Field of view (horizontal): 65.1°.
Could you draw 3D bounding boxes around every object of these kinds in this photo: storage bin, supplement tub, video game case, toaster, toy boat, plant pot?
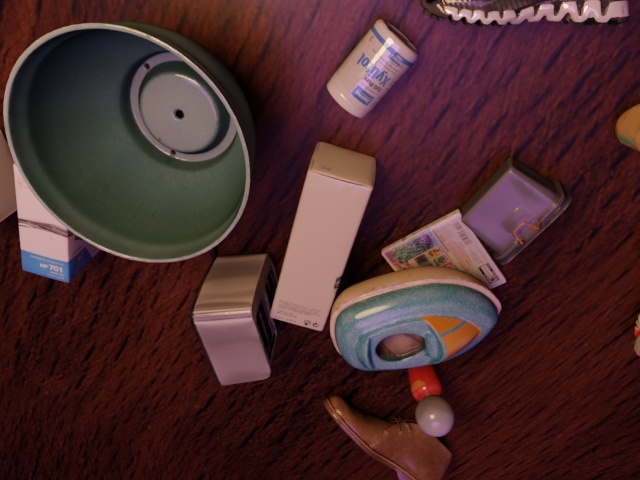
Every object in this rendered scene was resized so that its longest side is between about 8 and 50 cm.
[{"bbox_3d":[0.270,-0.045,0.718,0.091,0.098,0.135,36,121,-2],"label":"storage bin"},{"bbox_3d":[0.067,-0.220,0.645,0.071,0.071,0.107,36,120,-14],"label":"supplement tub"},{"bbox_3d":[0.202,0.041,0.822,0.143,0.019,0.157,-30,114,25],"label":"video game case"},{"bbox_3d":[-0.135,0.118,0.838,0.110,0.168,0.186,-6,122,10],"label":"toaster"},{"bbox_3d":[0.165,0.183,0.813,0.267,0.148,0.318,-14,130,5],"label":"toy boat"},{"bbox_3d":[-0.213,-0.145,0.661,0.292,0.196,0.293,4,122,6],"label":"plant pot"}]

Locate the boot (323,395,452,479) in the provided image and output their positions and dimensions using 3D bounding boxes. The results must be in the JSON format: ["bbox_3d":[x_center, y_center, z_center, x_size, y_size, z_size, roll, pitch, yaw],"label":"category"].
[{"bbox_3d":[0.139,0.395,1.032,0.305,0.112,0.115,39,90,-11],"label":"boot"}]

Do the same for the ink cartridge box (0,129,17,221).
[{"bbox_3d":[-0.597,-0.092,0.796,0.176,0.127,0.128,-1,123,11],"label":"ink cartridge box"}]

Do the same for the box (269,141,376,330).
[{"bbox_3d":[0.000,0.000,0.773,0.094,0.113,0.275,16,125,-2],"label":"box"}]

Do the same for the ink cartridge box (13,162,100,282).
[{"bbox_3d":[-0.393,-0.054,0.781,0.082,0.140,0.191,18,123,-2],"label":"ink cartridge box"}]

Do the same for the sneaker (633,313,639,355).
[{"bbox_3d":[0.546,0.134,0.771,0.136,0.116,0.314,-31,113,26],"label":"sneaker"}]

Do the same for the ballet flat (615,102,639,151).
[{"bbox_3d":[0.495,-0.164,0.612,0.232,0.073,0.080,-23,117,21],"label":"ballet flat"}]

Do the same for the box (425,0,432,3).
[{"bbox_3d":[0.193,-0.371,0.506,0.233,0.044,0.159,-17,91,19],"label":"box"}]

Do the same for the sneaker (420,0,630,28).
[{"bbox_3d":[0.234,-0.299,0.569,0.234,0.078,0.106,2,116,7],"label":"sneaker"}]
